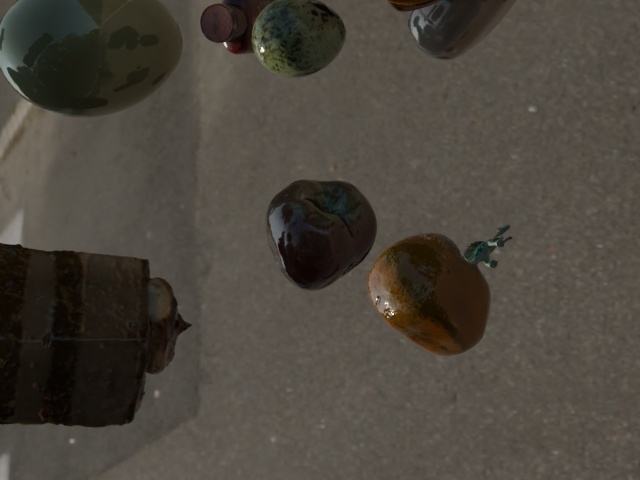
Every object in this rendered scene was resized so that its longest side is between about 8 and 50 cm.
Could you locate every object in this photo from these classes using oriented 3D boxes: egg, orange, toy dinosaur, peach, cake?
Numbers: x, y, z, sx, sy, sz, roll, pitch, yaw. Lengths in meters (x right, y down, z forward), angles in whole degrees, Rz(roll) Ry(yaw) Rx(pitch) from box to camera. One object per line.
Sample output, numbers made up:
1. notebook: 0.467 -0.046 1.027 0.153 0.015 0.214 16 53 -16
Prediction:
1. egg: -0.021 -0.215 1.102 0.085 0.110 0.085 33 132 47
2. orange: 0.214 0.097 1.938 0.183 0.249 0.249 -46 40 16
3. toy dinosaur: 0.337 0.026 2.219 0.187 0.044 0.106 -40 23 -2
4. peach: 0.000 0.000 1.387 0.152 0.152 0.152 -23 63 59
5. egg: -0.303 -0.257 1.383 0.186 0.242 0.186 168 90 -70
6. cake: -0.334 0.137 1.494 0.196 0.293 0.198 -103 20 -48

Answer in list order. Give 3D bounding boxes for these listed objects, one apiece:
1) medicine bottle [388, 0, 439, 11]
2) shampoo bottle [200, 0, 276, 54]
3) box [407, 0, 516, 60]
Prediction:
1. medicine bottle: 0.093 -0.323 1.077 0.112 0.149 0.222 -25 24 19
2. shampoo bottle: -0.125 -0.418 2.007 0.076 0.314 0.118 10 106 21
3. box: 0.180 -0.292 1.279 0.088 0.200 0.146 44 122 4
